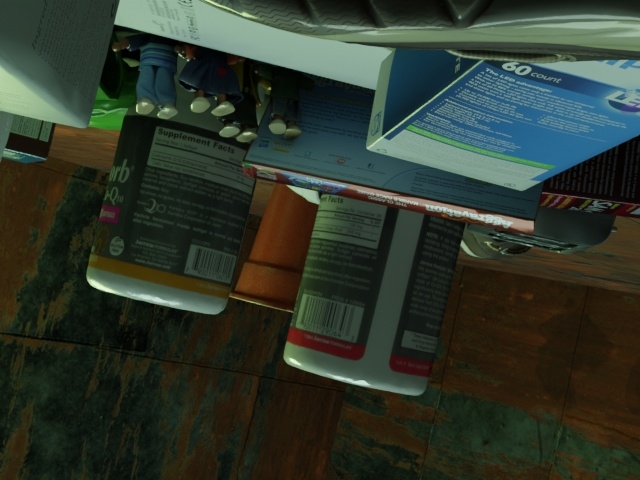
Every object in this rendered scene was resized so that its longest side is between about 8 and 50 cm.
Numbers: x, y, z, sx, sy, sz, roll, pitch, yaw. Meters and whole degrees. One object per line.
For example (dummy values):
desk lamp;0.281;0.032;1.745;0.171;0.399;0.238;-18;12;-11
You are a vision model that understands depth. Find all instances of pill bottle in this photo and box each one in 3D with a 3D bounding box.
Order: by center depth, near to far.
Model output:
pill bottle;-0.153;-0.067;1.193;0.162;0.278;0.162;13;176;1
pill bottle;0.075;0.011;1.269;0.176;0.318;0.176;14;177;1

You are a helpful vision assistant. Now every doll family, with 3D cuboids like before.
doll family;-0.098;-0.160;1.007;0.193;0.111;0.076;15;155;-37

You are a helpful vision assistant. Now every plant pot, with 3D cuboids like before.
plant pot;0.000;0.000;1.870;0.273;0.265;0.272;12;177;1

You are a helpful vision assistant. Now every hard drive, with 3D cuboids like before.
hard drive;-0.042;-0.182;0.866;0.308;0.040;0.203;13;177;-3

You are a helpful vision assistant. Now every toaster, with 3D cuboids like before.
toaster;0.259;-0.053;1.270;0.186;0.110;0.168;13;176;3

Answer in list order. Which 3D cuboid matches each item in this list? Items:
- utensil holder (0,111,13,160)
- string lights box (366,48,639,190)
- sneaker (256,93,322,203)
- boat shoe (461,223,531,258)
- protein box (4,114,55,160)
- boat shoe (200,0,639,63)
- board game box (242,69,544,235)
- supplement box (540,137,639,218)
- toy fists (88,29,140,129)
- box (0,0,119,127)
utensil holder;-0.467;-0.147;0.767;0.328;0.327;0.385;11;179;38
string lights box;0.138;-0.108;0.690;0.133;0.076;0.260;14;166;-15
sneaker;-0.041;-0.130;1.391;0.123;0.105;0.290;22;172;18
boat shoe;0.257;-0.037;1.573;0.097;0.116;0.324;15;173;35
protein box;-0.482;-0.199;1.495;0.201;0.135;0.200;14;177;-23
boat shoe;0.073;-0.131;0.480;0.356;0.132;0.130;13;177;15
board game box;0.080;-0.095;1.036;0.281;0.145;0.027;13;147;12
supplement box;0.242;-0.075;1.122;0.240;0.073;0.130;7;177;7
toy fists;-0.284;-0.193;1.214;0.142;0.096;0.279;3;174;7
box;-0.225;-0.180;0.500;0.215;0.168;0.345;13;177;-1
